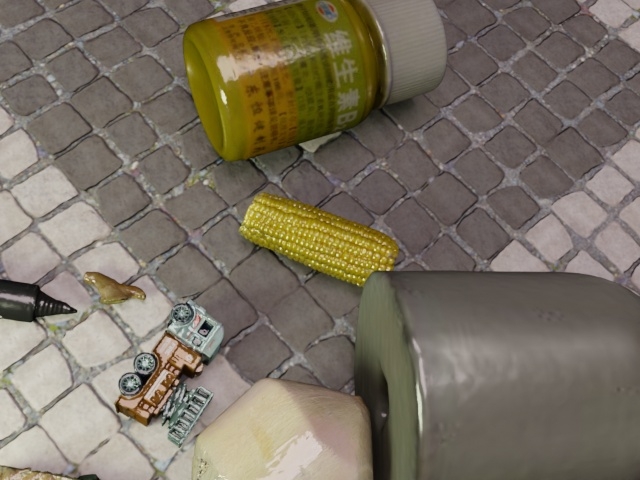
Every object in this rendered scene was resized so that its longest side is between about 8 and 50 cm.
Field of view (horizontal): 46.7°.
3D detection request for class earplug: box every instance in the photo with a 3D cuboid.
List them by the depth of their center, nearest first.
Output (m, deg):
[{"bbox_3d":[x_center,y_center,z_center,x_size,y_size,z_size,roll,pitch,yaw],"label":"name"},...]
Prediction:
[{"bbox_3d":[0.262,0.192,0.958,0.394,0.312,0.312,0,65,-10],"label":"earplug"}]

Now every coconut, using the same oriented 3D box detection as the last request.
[{"bbox_3d":[-0.036,0.279,0.935,0.224,0.224,0.234,39,65,11],"label":"coconut"}]

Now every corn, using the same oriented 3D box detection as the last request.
[{"bbox_3d":[0.000,0.000,1.133,0.244,0.093,0.093,20,64,2],"label":"corn"}]

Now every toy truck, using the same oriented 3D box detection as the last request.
[{"bbox_3d":[-0.194,0.180,1.027,0.115,0.080,0.177,31,65,2],"label":"toy truck"}]

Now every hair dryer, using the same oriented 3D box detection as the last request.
[{"bbox_3d":[-0.519,0.054,1.044,0.352,0.107,0.189,10,62,-12],"label":"hair dryer"}]

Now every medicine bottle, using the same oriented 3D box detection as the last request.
[{"bbox_3d":[-0.007,-0.280,1.193,0.384,0.224,0.224,-20,69,-17],"label":"medicine bottle"}]

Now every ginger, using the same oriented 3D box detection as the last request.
[{"bbox_3d":[-0.306,0.078,1.088,0.097,0.030,0.048,20,36,-1],"label":"ginger"}]

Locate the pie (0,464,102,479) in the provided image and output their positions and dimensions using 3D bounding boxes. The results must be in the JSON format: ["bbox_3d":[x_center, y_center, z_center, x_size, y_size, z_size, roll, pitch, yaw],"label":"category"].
[{"bbox_3d":[-0.351,0.377,0.925,0.218,0.052,0.185,13,62,-4],"label":"pie"}]
